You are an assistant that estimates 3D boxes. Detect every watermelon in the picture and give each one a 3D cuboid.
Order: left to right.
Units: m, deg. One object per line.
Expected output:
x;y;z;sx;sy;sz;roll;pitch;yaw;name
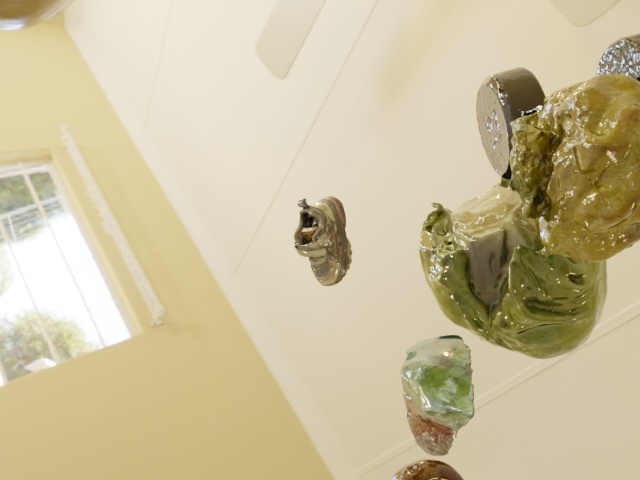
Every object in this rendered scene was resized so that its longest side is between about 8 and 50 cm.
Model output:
0.121;0.178;0.531;0.070;0.187;0.140;6;-81;9;watermelon

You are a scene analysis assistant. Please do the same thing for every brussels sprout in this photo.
0.439;0.073;1.071;0.361;0.342;0.425;54;-14;-23;brussels sprout

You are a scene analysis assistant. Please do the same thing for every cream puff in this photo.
0.363;-0.108;0.701;0.282;0.184;0.282;-172;-90;-89;cream puff

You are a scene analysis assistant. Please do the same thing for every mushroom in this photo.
0.145;0.351;0.628;0.087;0.127;0.127;-170;-113;-73;mushroom

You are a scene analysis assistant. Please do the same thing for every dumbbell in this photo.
0.480;-0.249;0.896;0.322;0.204;0.204;-14;-90;5;dumbbell

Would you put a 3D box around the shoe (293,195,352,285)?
0.000;0.000;0.931;0.089;0.092;0.180;-7;-96;43;shoe

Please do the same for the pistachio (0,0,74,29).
-0.254;-0.312;0.401;0.162;0.181;0.293;52;-56;22;pistachio
